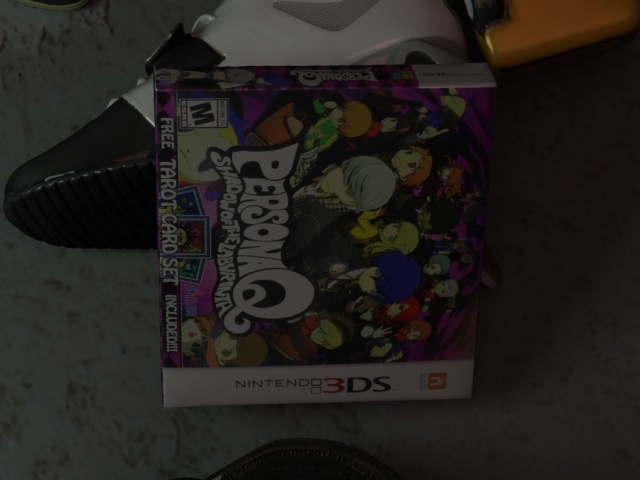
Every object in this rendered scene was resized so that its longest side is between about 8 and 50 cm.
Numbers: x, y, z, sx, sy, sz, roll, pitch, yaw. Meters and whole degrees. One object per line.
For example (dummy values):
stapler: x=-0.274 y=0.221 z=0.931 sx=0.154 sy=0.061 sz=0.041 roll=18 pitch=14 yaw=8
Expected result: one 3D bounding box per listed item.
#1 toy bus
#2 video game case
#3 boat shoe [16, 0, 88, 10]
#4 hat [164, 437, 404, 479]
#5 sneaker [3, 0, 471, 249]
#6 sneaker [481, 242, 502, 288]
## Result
toy bus: x=0.114 y=-0.271 z=1.087 sx=0.108 sy=0.130 sz=0.332 roll=-17 pitch=82 yaw=-1
video game case: x=0.000 y=0.000 z=1.026 sx=0.210 sy=0.042 sz=0.232 roll=-1 pitch=118 yaw=-6
boat shoe: x=-0.230 y=-0.210 z=1.133 sx=0.152 sy=0.049 sz=0.056 roll=26 pitch=83 yaw=5
hat: x=-0.092 y=0.242 z=0.938 sx=0.134 sy=0.331 sz=0.331 roll=39 pitch=83 yaw=-37
sneaker: x=-0.063 y=-0.098 z=1.090 sx=0.331 sy=0.122 sz=0.146 roll=-19 pitch=64 yaw=1
sneaker: x=0.065 y=0.005 z=1.096 sx=0.118 sy=0.042 sz=0.067 roll=42 pitch=111 yaw=-13
